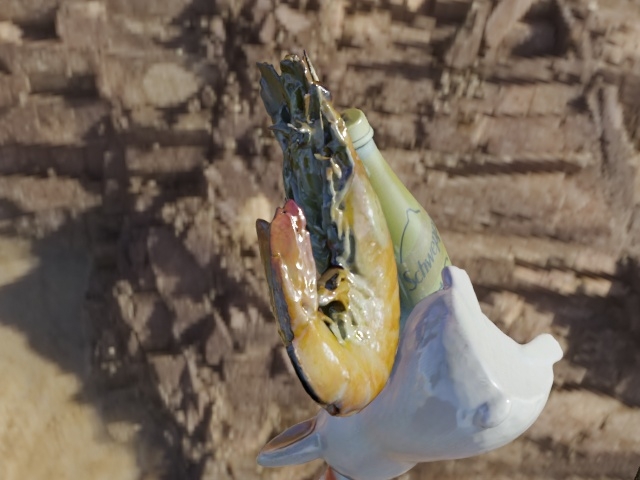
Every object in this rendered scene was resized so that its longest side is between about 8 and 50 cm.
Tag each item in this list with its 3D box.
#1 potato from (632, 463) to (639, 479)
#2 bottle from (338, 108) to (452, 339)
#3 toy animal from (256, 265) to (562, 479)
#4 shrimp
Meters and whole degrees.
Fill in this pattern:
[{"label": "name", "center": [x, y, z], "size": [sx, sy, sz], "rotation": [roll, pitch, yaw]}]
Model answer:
[{"label": "potato", "center": [0.219, 0.108, 0.341], "size": [0.319, 0.442, 0.385], "rotation": [51, 24, 25]}, {"label": "bottle", "center": [0.069, -0.010, 1.452], "size": [0.083, 0.269, 0.083], "rotation": [-17, 35, 13]}, {"label": "toy animal", "center": [0.060, 0.133, 1.239], "size": [0.140, 0.282, 0.138], "rotation": [33, 50, -28]}, {"label": "shrimp", "center": [0.000, 0.000, 0.984], "size": [0.068, 0.248, 0.150], "rotation": [-9, 14, 23]}]
